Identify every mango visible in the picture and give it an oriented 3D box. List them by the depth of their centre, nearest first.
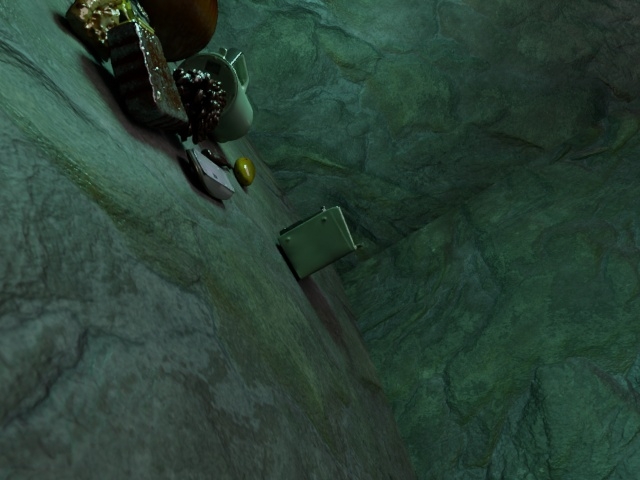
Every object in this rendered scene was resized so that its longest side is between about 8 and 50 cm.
[{"bbox_3d":[-0.345,-0.317,1.896,0.178,0.090,0.115,-95,162,-63],"label":"mango"}]

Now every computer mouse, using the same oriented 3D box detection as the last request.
[{"bbox_3d":[-0.337,-0.196,1.260,0.126,0.056,0.245,60,4,11],"label":"computer mouse"}]

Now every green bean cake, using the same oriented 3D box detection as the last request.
[{"bbox_3d":[-0.430,-0.398,1.037,0.198,0.097,0.233,-69,145,-80],"label":"green bean cake"}]

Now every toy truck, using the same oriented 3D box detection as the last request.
[{"bbox_3d":[-0.553,-0.598,1.187,0.272,0.124,0.157,-117,-177,-77],"label":"toy truck"}]

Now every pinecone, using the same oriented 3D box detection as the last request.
[{"bbox_3d":[-0.390,-0.402,1.230,0.221,0.221,0.221,58,4,-6],"label":"pinecone"}]

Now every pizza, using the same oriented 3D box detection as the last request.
[{"bbox_3d":[-0.524,-0.512,0.997,0.182,0.062,0.161,-71,169,-57],"label":"pizza"}]

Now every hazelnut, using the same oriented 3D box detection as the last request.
[{"bbox_3d":[-0.553,-0.817,1.455,0.359,0.359,0.409,59,1,10],"label":"hazelnut"}]

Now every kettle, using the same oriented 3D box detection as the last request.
[{"bbox_3d":[-0.403,-0.613,1.713,0.250,0.361,0.376,17,0,2],"label":"kettle"}]

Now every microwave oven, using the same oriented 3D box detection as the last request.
[{"bbox_3d":[0.000,0.000,1.986,0.247,0.333,0.394,63,3,3],"label":"microwave oven"}]

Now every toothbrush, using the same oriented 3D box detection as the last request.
[{"bbox_3d":[-0.388,-0.307,1.607,0.041,0.040,0.364,59,3,-2],"label":"toothbrush"}]

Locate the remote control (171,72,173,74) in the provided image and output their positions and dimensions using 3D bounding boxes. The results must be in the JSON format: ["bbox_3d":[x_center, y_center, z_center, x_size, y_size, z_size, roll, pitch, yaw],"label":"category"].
[{"bbox_3d":[-0.605,-0.678,1.787,0.050,0.027,0.184,60,5,24],"label":"remote control"}]
